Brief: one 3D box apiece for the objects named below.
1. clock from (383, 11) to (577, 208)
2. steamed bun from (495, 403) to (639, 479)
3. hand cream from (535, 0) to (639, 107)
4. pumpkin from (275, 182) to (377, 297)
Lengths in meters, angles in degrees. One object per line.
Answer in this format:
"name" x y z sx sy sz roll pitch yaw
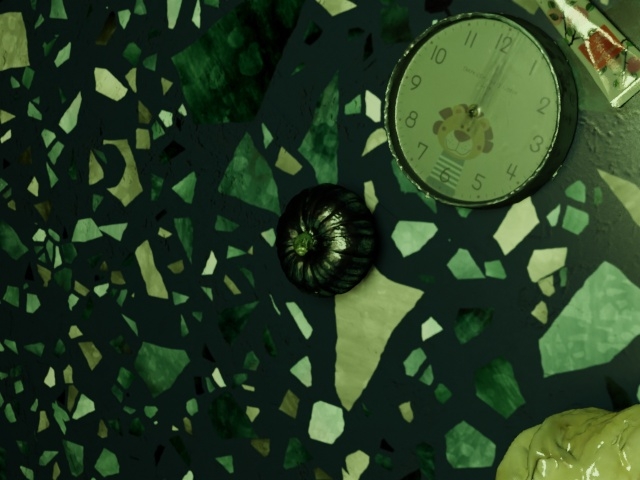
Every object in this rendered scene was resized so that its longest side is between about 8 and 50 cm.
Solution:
"clock" 0.240 -0.199 1.389 0.312 0.061 0.313 4 97 34
"steamed bun" 0.422 0.385 1.209 0.372 0.230 0.325 -8 73 5
"hand cream" 0.383 -0.304 1.297 0.080 0.050 0.234 -43 77 25
"pumpkin" 0.008 0.000 1.520 0.194 0.150 0.194 -37 41 40
